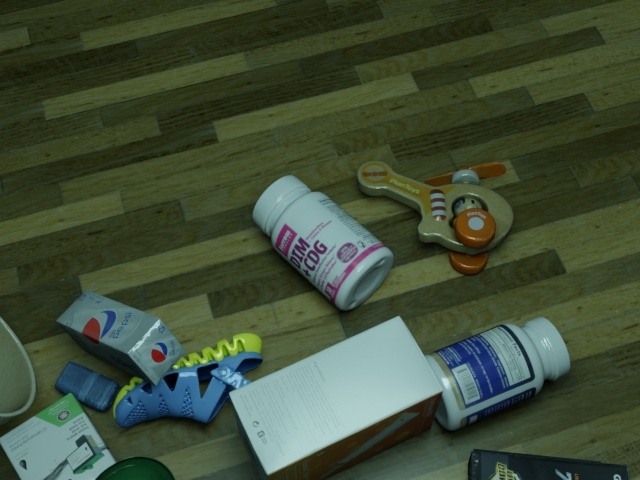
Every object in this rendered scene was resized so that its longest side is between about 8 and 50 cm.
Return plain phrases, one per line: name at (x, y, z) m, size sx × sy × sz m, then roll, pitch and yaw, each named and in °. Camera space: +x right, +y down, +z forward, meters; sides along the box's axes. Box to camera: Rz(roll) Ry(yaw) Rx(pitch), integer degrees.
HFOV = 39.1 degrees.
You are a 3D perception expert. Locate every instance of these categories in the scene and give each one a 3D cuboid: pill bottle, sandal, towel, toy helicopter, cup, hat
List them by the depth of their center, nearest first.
hat at (-0.311, 0.503, 1.544) m, size 0.173 × 0.183 × 0.208 m, roll 22°, pitch 93°, yaw -29°
cup at (-0.737, 0.259, 1.671) m, size 0.237 × 0.331 × 0.331 m, roll -39°, pitch 64°, yaw 9°
sandal at (-0.242, 0.292, 1.737) m, size 0.317 × 0.126 × 0.138 m, roll -21°, pitch 66°, yaw -10°
pill bottle at (0.334, 0.250, 1.738) m, size 0.264 × 0.153 × 0.153 m, roll -20°, pitch 62°, yaw -11°
towel at (-0.462, 0.290, 1.787) m, size 0.119 × 0.029 × 0.067 m, roll 23°, pitch 62°, yaw 12°
pill bottle at (0.000, 0.000, 1.879) m, size 0.160 × 0.160 × 0.283 m, roll -40°, pitch 67°, yaw -20°
toy helicopter at (0.249, -0.099, 1.953) m, size 0.355 × 0.140 × 0.235 m, roll 24°, pitch 61°, yaw 16°

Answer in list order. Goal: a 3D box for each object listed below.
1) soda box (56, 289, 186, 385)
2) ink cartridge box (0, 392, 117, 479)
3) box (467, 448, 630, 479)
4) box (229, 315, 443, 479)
soda box at (-0.387, 0.182, 1.731) m, size 0.286 × 0.098 × 0.091 m, roll 13°, pitch 54°, yaw 47°
ink cartridge box at (-0.467, 0.423, 1.673) m, size 0.160 × 0.092 × 0.219 m, roll -33°, pitch 65°, yaw -17°
box at (0.410, 0.531, 1.603) m, size 0.293 × 0.073 × 0.295 m, roll 5°, pitch 52°, yaw 5°
box at (0.028, 0.316, 1.666) m, size 0.345 × 0.215 × 0.168 m, roll -23°, pitch 63°, yaw -12°
